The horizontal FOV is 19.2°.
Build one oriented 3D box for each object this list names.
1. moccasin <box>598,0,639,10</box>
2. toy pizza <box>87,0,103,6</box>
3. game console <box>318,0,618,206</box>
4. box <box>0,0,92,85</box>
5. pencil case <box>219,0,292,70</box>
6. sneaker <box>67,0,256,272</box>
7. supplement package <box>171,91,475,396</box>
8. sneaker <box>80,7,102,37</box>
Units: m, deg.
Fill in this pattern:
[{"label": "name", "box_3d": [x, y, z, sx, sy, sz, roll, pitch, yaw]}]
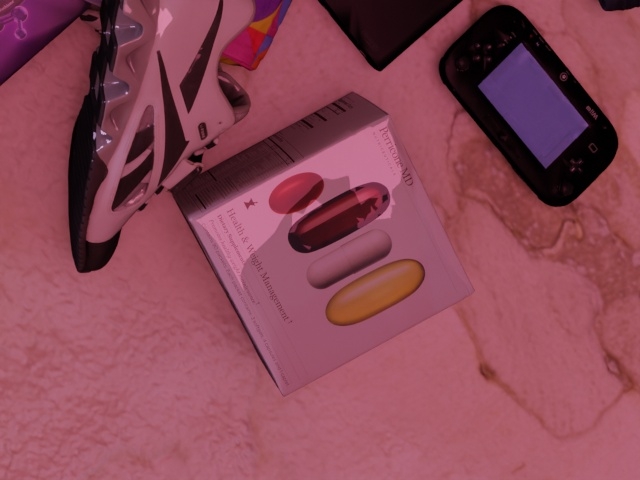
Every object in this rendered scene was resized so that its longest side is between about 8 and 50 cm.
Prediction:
[{"label": "moccasin", "box_3d": [0.249, -0.366, 1.748, 0.117, 0.138, 0.342, -28, 105, -1]}, {"label": "toy pizza", "box_3d": [-0.194, -0.298, 1.669, 0.201, 0.032, 0.201, 12, 72, -41]}, {"label": "game console", "box_3d": [0.163, -0.197, 1.812, 0.213, 0.044, 0.361, -42, 108, -1]}, {"label": "box", "box_3d": [-0.360, -0.194, 1.666, 0.261, 0.103, 0.184, -42, 105, -1]}, {"label": "pencil case", "box_3d": [-0.052, -0.273, 1.722, 0.104, 0.104, 0.236, 26, 93, -16]}, {"label": "sneaker", "box_3d": [-0.140, -0.093, 1.674, 0.146, 0.122, 0.330, 5, 133, -19]}, {"label": "supplement package", "box_3d": [0.000, 0.000, 1.761, 0.203, 0.149, 0.194, -29, 106, -4]}, {"label": "sneaker", "box_3d": [-0.188, -0.184, 1.741, 0.083, 0.032, 0.037, 29, 94, -16]}]
